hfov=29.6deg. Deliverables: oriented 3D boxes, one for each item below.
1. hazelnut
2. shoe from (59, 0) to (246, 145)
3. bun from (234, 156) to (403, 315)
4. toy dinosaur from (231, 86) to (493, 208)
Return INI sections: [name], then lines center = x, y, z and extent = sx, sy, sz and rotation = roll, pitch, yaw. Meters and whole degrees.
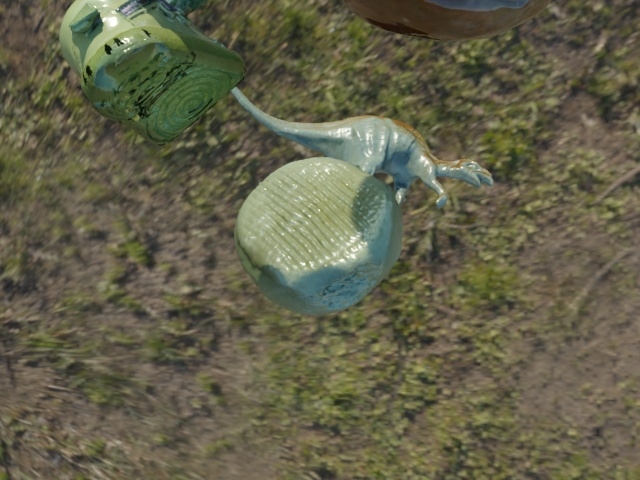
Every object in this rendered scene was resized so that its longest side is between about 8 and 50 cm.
[hazelnut]
center = 0.108, -0.251, 1.020
extent = 0.214, 0.176, 0.214
rotation = -3, 53, 4
[shoe]
center = -0.160, -0.183, 1.212
extent = 0.140, 0.262, 0.128
rotation = -26, 84, 16
[bun]
center = 0.002, 0.002, 1.502
extent = 0.221, 0.221, 0.108
rotation = -46, 140, -17
[toy dinosaur]
center = 0.038, -0.115, 1.677
extent = 0.393, 0.092, 0.205
rotation = 27, 58, 4
